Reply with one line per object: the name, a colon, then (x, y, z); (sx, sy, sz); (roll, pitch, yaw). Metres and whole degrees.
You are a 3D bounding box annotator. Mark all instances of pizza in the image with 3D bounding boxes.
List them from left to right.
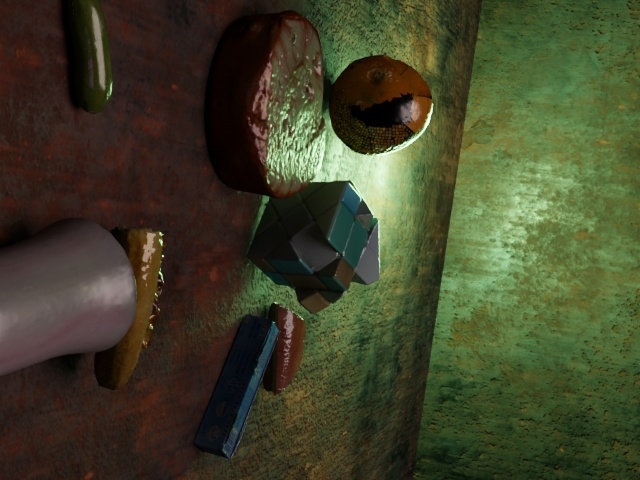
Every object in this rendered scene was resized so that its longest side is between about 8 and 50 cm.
pizza: (-0.258, 0.064, 1.261); (0.229, 0.081, 0.289); (-112, -148, -50)

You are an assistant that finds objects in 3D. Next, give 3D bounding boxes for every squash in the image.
squash: (-0.299, -0.254, 1.201); (0.052, 0.052, 0.183); (-39, 131, -60)

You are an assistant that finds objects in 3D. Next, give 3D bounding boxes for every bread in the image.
bread: (-0.088, -0.237, 1.658); (0.295, 0.114, 0.327); (-41, 136, -57)
bread: (-0.072, 0.213, 1.939); (0.119, 0.067, 0.192); (-23, 120, -66)

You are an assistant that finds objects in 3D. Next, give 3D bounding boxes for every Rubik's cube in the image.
Rubik's cube: (0.000, 0.000, 1.844); (0.213, 0.224, 0.265); (45, 57, -46)

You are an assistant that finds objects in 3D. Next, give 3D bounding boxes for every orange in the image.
orange: (0.130, -0.297, 2.036); (0.182, 0.234, 0.234); (75, 32, -47)

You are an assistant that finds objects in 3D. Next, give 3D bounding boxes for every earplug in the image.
earplug: (-0.368, 0.082, 1.032); (0.301, 0.172, 0.172); (-20, 117, -58)

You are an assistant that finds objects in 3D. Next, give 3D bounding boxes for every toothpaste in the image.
toothpaste: (-0.154, 0.272, 1.755); (0.053, 0.066, 0.272); (65, 39, -54)
